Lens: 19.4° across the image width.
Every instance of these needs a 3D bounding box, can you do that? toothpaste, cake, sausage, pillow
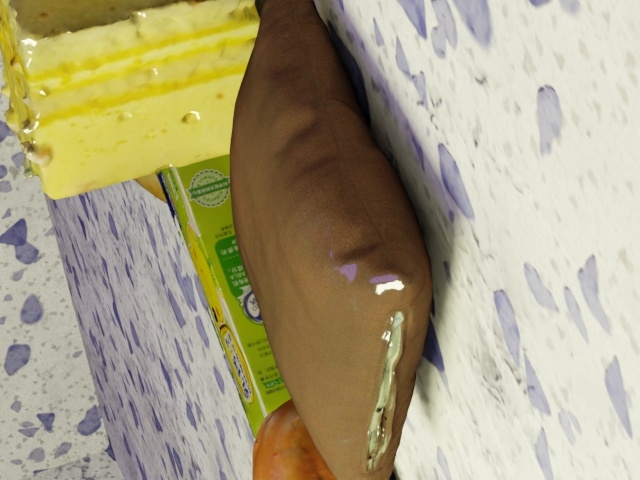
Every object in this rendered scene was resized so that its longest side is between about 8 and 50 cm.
[{"bbox_3d":[-0.079,0.031,1.865,0.110,0.077,0.328,117,134,-69],"label":"toothpaste"},{"bbox_3d":[-0.176,-0.176,1.664,0.286,0.227,0.222,93,160,-52],"label":"cake"},{"bbox_3d":[0.016,0.263,1.677,0.133,0.133,0.258,123,129,-73],"label":"sausage"},{"bbox_3d":[0.000,0.000,1.434,0.308,0.108,0.305,97,157,-54],"label":"pillow"}]

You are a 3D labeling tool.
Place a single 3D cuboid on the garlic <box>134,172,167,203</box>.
[{"bbox_3d":[-0.216,-0.155,2.171,0.318,0.112,0.143,53,157,27],"label":"garlic"}]
